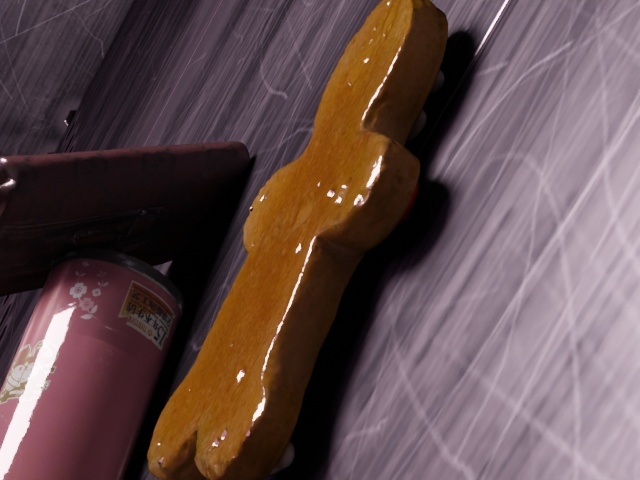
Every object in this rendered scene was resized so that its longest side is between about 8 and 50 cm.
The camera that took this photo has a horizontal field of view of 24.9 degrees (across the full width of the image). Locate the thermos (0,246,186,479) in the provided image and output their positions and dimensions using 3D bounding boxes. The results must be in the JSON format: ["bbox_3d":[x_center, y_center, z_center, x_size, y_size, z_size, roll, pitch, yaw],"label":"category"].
[{"bbox_3d":[-0.209,0.168,1.038,0.109,0.136,0.330,79,-157,-55],"label":"thermos"}]

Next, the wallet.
[{"bbox_3d":[-0.179,-0.014,1.148,0.182,0.229,0.049,-50,62,43],"label":"wallet"}]

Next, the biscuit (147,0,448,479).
[{"bbox_3d":[0.000,0.000,0.792,0.197,0.049,0.301,-9,56,66],"label":"biscuit"}]
